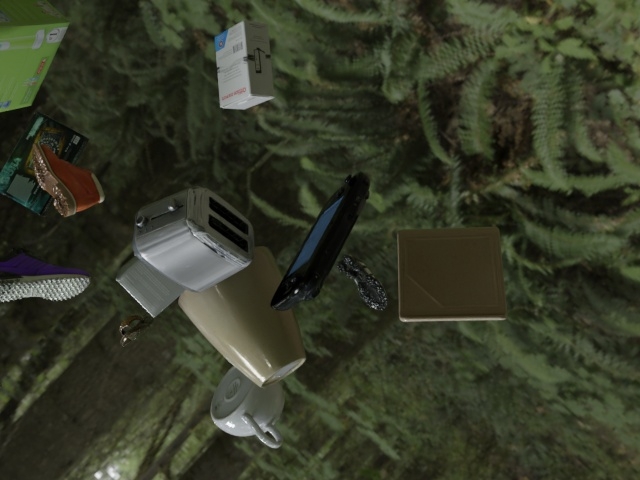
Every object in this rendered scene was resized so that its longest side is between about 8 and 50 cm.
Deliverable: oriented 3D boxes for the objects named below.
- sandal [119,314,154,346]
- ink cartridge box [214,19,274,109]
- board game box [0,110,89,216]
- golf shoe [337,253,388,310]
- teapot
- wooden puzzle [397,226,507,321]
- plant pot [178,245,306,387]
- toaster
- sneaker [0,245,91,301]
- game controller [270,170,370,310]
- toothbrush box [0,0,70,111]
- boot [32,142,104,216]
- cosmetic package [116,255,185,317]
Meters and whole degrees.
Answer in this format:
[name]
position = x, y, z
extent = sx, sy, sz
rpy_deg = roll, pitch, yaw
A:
[sandal]
position = -0.502, 0.229, 2.026
extent = 0.060, 0.090, 0.219
rpy_deg = 51, -177, -5
[ink cartridge box]
position = -0.206, -0.468, 2.024
extent = 0.085, 0.203, 0.148
rpy_deg = -3, 177, -41
[board game box]
position = -0.578, -0.160, 1.549
extent = 0.126, 0.186, 0.026
rpy_deg = 29, 176, 10
[golf shoe]
position = 0.139, 0.116, 2.233
extent = 0.198, 0.077, 0.094
rpy_deg = 52, -158, 5
[teapot]
position = -0.195, 0.495, 2.270
extent = 0.187, 0.256, 0.252
rpy_deg = 39, 145, -25
[wooden puzzle]
position = 0.277, 0.073, 1.601
extent = 0.044, 0.220, 0.239
rpy_deg = 79, -168, -54
[plant pot]
position = -0.156, 0.198, 1.779
extent = 0.274, 0.256, 0.256
rpy_deg = 55, 180, 17
[toaster]
position = -0.221, 0.002, 1.375
extent = 0.227, 0.146, 0.129
rpy_deg = 41, -145, -41
[sneaker]
position = -0.757, 0.075, 1.981
extent = 0.293, 0.102, 0.146
rpy_deg = 0, -128, -39
[game controller]
position = 0.000, 0.000, 1.479
extent = 0.067, 0.319, 0.166
rpy_deg = 42, 144, -18
[toothbrush box]
position = -0.609, -0.328, 1.312
extent = 0.122, 0.206, 0.283
rpy_deg = 41, -150, 5
[boot]
position = -0.443, -0.113, 1.312
extent = 0.158, 0.084, 0.059
rpy_deg = 51, 139, 18
[cosmetic package]
position = -0.322, 0.041, 1.660
extent = 0.127, 0.238, 0.107
rpy_deg = 51, 176, -15
